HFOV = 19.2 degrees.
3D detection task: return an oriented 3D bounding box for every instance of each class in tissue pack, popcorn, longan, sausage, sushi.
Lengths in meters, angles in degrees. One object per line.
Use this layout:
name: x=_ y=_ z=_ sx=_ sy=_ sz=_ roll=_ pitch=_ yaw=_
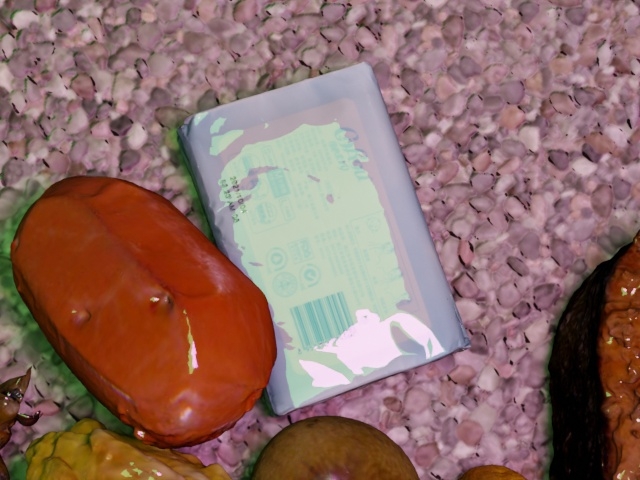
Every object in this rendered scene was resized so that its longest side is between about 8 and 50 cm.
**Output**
tissue pack: x=0.000 y=0.000 z=1.606 sx=0.177 sy=0.089 sz=0.263 roll=-18 pitch=82 yaw=-7
popcorn: x=-0.158 y=0.228 z=1.512 sx=0.197 sy=0.197 sz=0.155 roll=13 pitch=91 yaw=-2
longan: x=0.016 y=0.221 z=1.536 sx=0.154 sy=0.176 sz=0.145 roll=21 pitch=97 yaw=-12
sausage: x=-0.146 y=0.050 z=1.524 sx=0.153 sy=0.141 sz=0.268 roll=-51 pitch=58 yaw=11
sushi: x=0.311 y=0.161 z=1.541 sx=0.234 sy=0.207 sz=0.348 roll=1 pitch=73 yaw=-12

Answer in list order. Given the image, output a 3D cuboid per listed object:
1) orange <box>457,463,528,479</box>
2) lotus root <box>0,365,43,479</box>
orange: x=0.145 y=0.237 z=1.587 sx=0.085 sy=0.085 sz=0.095 roll=4 pitch=104 yaw=-3
lotus root: x=-0.330 y=0.205 z=1.531 sx=0.154 sy=0.154 sz=0.278 roll=36 pitch=83 yaw=1
